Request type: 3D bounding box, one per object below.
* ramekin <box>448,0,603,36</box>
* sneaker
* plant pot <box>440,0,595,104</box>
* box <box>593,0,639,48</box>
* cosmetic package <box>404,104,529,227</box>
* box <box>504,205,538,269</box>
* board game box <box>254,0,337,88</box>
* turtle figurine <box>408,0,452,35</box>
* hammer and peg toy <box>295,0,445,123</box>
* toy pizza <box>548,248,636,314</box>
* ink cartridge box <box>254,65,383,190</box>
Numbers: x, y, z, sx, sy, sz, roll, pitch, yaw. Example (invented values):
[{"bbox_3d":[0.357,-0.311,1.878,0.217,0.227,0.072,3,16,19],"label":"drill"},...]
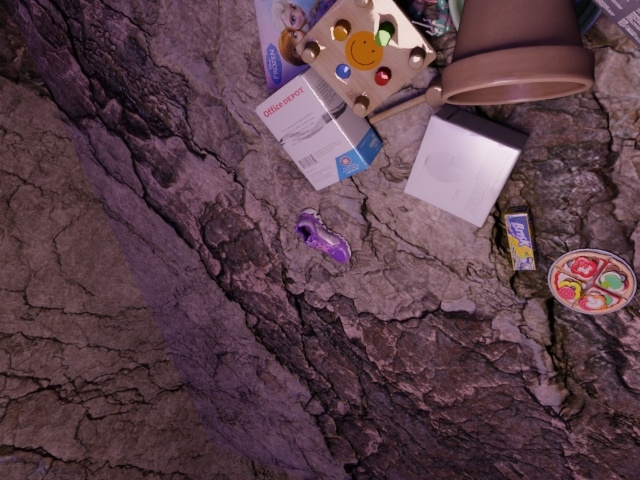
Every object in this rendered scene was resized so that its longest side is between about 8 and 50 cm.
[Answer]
[{"bbox_3d":[0.430,-0.528,0.904,0.303,0.148,0.304,17,125,26],"label":"ramekin"},{"bbox_3d":[0.000,0.000,1.549,0.236,0.104,0.095,44,131,3],"label":"sneaker"},{"bbox_3d":[0.353,-0.380,0.807,0.262,0.263,0.230,4,100,33],"label":"plant pot"},{"bbox_3d":[0.548,-0.500,0.709,0.395,0.318,0.097,43,171,-4],"label":"box"},{"bbox_3d":[0.372,-0.194,1.152,0.224,0.138,0.224,30,129,19],"label":"cosmetic package"},{"bbox_3d":[0.544,-0.006,1.204,0.059,0.054,0.169,-4,114,36],"label":"box"},{"bbox_3d":[-0.031,-0.591,1.239,0.317,0.066,0.319,10,122,30],"label":"board game box"},{"bbox_3d":[0.234,-0.535,0.977,0.118,0.234,0.175,-38,84,22],"label":"turtle figurine"},{"bbox_3d":[0.140,-0.423,1.102,0.361,0.127,0.265,42,131,-20],"label":"hammer and peg toy"},{"bbox_3d":[0.711,0.115,1.176,0.201,0.032,0.202,17,125,26],"label":"toy pizza"},{"bbox_3d":[-0.004,-0.326,1.286,0.223,0.129,0.307,-17,119,46],"label":"ink cartridge box"}]
